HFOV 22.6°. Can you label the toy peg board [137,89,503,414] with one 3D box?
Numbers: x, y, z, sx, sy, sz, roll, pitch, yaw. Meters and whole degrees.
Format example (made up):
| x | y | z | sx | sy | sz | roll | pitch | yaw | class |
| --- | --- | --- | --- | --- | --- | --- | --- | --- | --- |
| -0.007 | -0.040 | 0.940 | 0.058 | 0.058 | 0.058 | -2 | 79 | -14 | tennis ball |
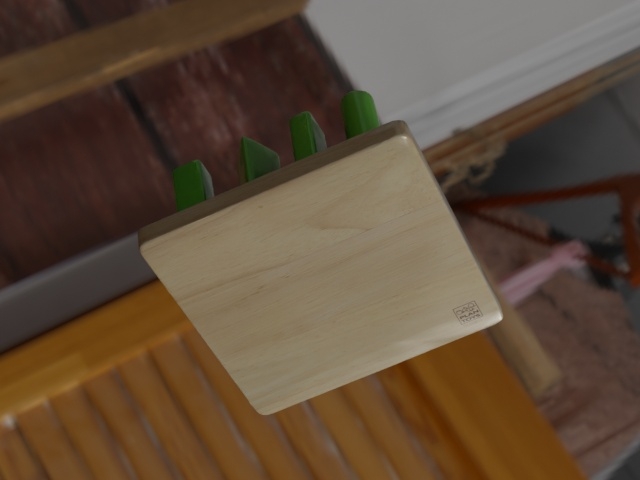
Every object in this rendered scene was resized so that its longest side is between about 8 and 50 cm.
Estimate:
| x | y | z | sx | sy | sz | roll | pitch | yaw | class |
| --- | --- | --- | --- | --- | --- | --- | --- | --- | --- |
| 0.000 | 0.000 | 0.930 | 0.079 | 0.161 | 0.160 | -100 | 163 | -47 | toy peg board |
